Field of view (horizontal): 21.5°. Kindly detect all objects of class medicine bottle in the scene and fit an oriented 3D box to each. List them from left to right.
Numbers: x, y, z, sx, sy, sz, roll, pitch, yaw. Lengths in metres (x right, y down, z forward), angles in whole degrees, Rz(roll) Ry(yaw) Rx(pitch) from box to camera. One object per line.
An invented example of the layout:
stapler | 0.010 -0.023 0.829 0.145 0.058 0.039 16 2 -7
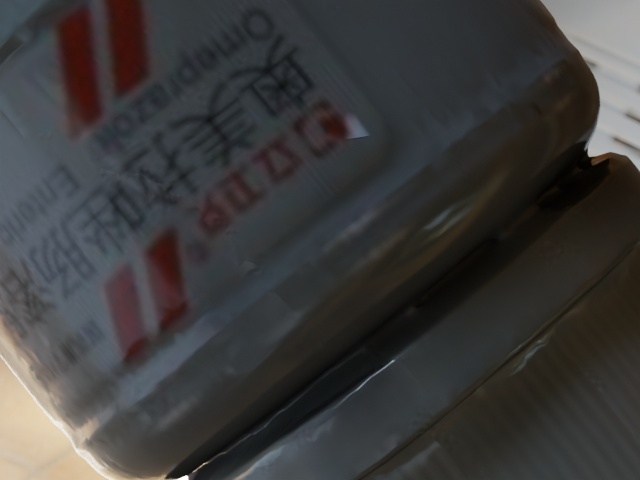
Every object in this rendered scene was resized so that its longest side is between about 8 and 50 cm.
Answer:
medicine bottle | 0.000 0.000 0.647 0.306 0.245 0.245 51 23 1
